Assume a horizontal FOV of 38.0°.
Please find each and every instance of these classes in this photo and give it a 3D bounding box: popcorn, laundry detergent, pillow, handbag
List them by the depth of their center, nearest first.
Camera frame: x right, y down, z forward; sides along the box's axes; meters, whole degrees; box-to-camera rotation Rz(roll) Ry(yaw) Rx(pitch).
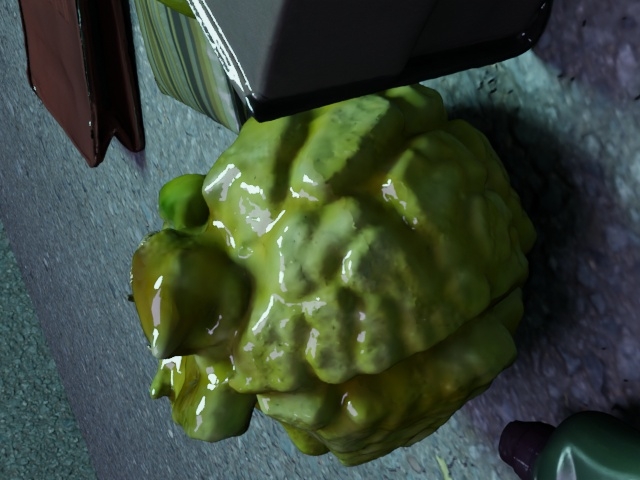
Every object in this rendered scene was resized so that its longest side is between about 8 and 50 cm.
[{"bbox_3d":[0.180,0.168,0.512,0.222,0.078,0.144,23,132,57],"label":"laundry detergent"},{"bbox_3d":[0.007,0.024,0.581,0.258,0.270,0.224,-43,65,16],"label":"popcorn"},{"bbox_3d":[-0.136,-0.220,0.897,0.212,0.052,0.208,36,142,54],"label":"pillow"},{"bbox_3d":[-0.324,-0.263,1.216,0.260,0.084,0.275,47,147,41],"label":"handbag"}]

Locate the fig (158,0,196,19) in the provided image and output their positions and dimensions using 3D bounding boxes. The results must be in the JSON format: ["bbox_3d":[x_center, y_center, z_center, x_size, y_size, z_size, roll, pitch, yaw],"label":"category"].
[{"bbox_3d":[-0.048,-0.218,0.660,0.148,0.186,0.142,-23,43,46],"label":"fig"}]

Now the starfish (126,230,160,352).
[{"bbox_3d":[-0.217,0.072,1.259,0.146,0.074,0.190,67,155,8],"label":"starfish"}]

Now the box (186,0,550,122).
[{"bbox_3d":[0.001,-0.215,0.462,0.252,0.188,0.153,64,155,18],"label":"box"}]
